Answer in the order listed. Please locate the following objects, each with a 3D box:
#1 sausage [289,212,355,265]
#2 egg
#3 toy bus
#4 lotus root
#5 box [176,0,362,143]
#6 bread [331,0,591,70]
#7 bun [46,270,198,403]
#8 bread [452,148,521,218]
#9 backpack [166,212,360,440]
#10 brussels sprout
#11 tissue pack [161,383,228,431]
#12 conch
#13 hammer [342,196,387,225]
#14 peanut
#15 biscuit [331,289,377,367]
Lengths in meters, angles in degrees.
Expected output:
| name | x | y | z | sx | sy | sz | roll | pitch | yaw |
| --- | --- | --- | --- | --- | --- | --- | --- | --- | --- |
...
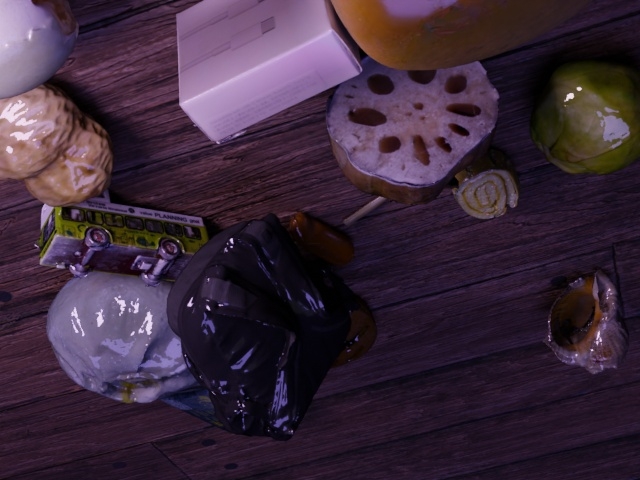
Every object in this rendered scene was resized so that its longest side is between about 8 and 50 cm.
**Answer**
| name | x | y | z | sx | sy | sz | roll | pitch | yaw |
| --- | --- | --- | --- | --- | --- | --- | --- | --- | --- |
| sausage | 0.000 | 0.000 | 1.949 | 0.183 | 0.062 | 0.054 | 27 | 156 | -37 |
| egg | -0.456 | -0.283 | 1.411 | 0.217 | 0.183 | 0.183 | -31 | 137 | 12 |
| toy bus | -0.350 | -0.006 | 1.825 | 0.302 | 0.139 | 0.113 | 10 | 140 | -33 |
| lotus root | 0.152 | -0.169 | 1.632 | 0.272 | 0.272 | 0.192 | -11 | 152 | 4 |
| box | -0.079 | -0.283 | 1.460 | 0.252 | 0.203 | 0.106 | -22 | 139 | 17 |
| bread | 0.191 | -0.391 | 1.337 | 0.376 | 0.253 | 0.348 | -16 | 145 | 13 |
| bun | -0.363 | 0.201 | 2.017 | 0.362 | 0.211 | 0.362 | -5 | 144 | -4 |
| bread | 0.305 | -0.102 | 1.868 | 0.117 | 0.064 | 0.156 | -16 | 142 | 17 |
| backpack | -0.108 | 0.151 | 1.852 | 0.255 | 0.363 | 0.445 | 14 | 153 | 32 |
| brussels sprout | 0.451 | -0.205 | 1.684 | 0.223 | 0.161 | 0.223 | -1 | 139 | -1 |
| tissue pack | -0.223 | 0.365 | 2.316 | 0.185 | 0.081 | 0.257 | -13 | 146 | 39 |
| conch | 0.577 | 0.178 | 2.200 | 0.178 | 0.163 | 0.245 | -11 | 114 | -21 |
| hammer | 0.122 | -0.079 | 1.904 | 0.199 | 0.013 | 0.062 | -34 | 134 | 30 |
| peanut | -0.441 | -0.149 | 1.644 | 0.197 | 0.110 | 0.233 | -32 | 136 | 20 |
| biscuit | -0.065 | 0.203 | 2.190 | 0.367 | 0.063 | 0.314 | -12 | 143 | 7 |
